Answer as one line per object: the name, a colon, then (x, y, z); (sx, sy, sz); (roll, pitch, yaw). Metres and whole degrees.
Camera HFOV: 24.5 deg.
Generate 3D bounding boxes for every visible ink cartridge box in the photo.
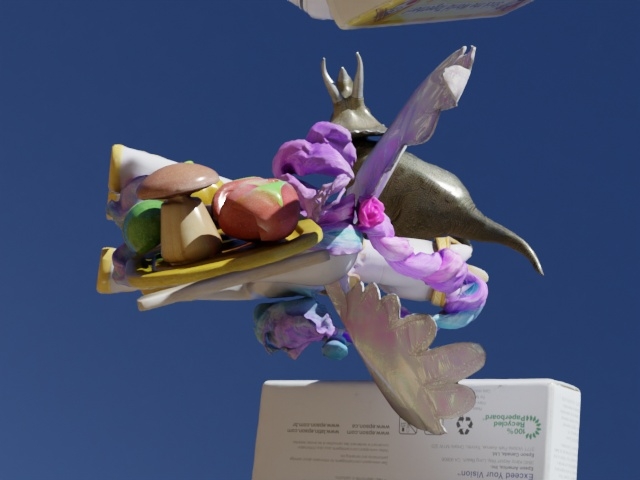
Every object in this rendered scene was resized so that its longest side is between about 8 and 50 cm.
ink cartridge box: (0.070, 0.290, 1.318); (0.324, 0.330, 0.071); (-4, -15, 38)

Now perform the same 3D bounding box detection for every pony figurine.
pony figurine: (0.000, 0.000, 1.238); (0.363, 0.303, 0.351); (7, -7, -8)

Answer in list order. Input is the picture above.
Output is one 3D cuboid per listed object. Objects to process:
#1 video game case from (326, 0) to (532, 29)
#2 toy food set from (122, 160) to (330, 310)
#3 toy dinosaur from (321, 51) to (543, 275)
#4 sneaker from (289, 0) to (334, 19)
video game case: (0.136, -0.162, 0.743); (0.206, 0.227, 0.026); (-23, -91, 28)
toy food set: (-0.067, -0.019, 0.925); (0.218, 0.128, 0.071); (-143, -141, -80)
toy dinosaur: (0.095, -0.044, 1.580); (0.313, 0.121, 0.160); (42, -16, 22)
sneaker: (-0.010, -0.300, 1.200); (0.091, 0.094, 0.258); (21, -51, 14)
